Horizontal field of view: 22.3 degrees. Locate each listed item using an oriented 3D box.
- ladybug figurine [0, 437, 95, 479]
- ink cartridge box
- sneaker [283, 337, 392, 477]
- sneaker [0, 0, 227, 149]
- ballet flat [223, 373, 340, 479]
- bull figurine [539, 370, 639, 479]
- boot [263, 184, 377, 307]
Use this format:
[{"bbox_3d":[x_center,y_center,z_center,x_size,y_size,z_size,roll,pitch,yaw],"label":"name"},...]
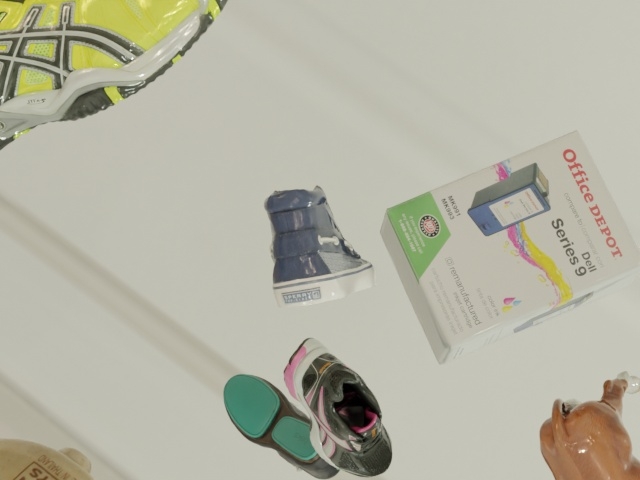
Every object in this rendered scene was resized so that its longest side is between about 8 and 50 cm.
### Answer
[{"bbox_3d":[-0.351,0.382,1.485,0.449,0.305,0.162,-50,163,-17],"label":"ladybug figurine"},{"bbox_3d":[0.186,0.007,1.594,0.212,0.154,0.093,-21,166,-9],"label":"ink cartridge box"},{"bbox_3d":[0.029,0.174,1.539,0.072,0.077,0.178,-48,133,-13],"label":"sneaker"},{"bbox_3d":[-0.252,-0.185,1.445,0.384,0.147,0.145,-26,-155,10],"label":"sneaker"},{"bbox_3d":[-0.041,0.222,1.898,0.074,0.203,0.074,-16,118,-32],"label":"ballet flat"},{"bbox_3d":[0.315,0.289,1.660,0.101,0.310,0.188,-16,-169,28],"label":"bull figurine"},{"bbox_3d":[0.000,0.000,1.245,0.190,0.069,0.086,-17,98,-83],"label":"boot"}]
